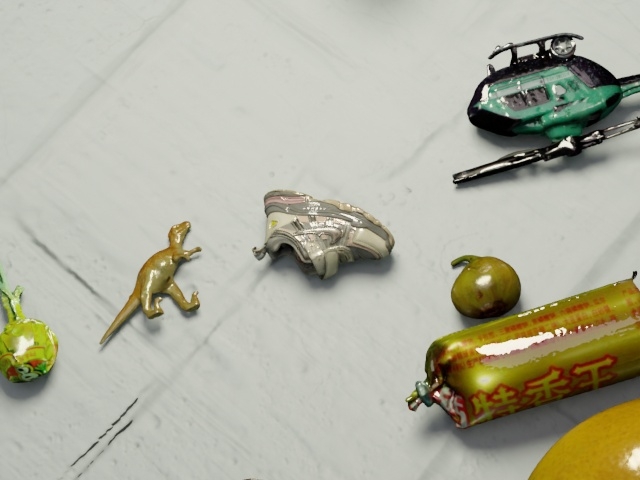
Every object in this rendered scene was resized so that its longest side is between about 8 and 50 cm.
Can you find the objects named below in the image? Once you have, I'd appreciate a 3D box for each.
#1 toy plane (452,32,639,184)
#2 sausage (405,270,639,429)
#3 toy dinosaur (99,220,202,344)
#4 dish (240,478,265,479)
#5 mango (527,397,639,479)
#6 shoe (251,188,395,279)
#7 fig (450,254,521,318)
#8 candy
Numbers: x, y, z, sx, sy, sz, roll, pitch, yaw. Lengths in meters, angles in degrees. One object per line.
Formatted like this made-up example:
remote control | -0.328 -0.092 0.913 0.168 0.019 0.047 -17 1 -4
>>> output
toy plane | 0.341 -0.185 1.598 0.382 0.106 0.155 -13 77 0
sausage | 0.251 0.139 1.479 0.317 0.125 0.117 -17 28 -1
toy dinosaur | -0.226 0.051 1.604 0.162 0.039 0.126 -21 61 3
dish | -0.061 0.378 1.459 0.191 0.066 0.190 -1 70 4
mango | 0.404 0.299 1.366 0.378 0.221 0.264 -6 74 12
shoe | 0.000 0.000 1.569 0.180 0.089 0.092 17 73 13
fig | 0.205 0.050 1.544 0.084 0.082 0.098 -33 49 30
candy | -0.406 0.066 1.606 0.077 0.073 0.262 -15 62 -19
